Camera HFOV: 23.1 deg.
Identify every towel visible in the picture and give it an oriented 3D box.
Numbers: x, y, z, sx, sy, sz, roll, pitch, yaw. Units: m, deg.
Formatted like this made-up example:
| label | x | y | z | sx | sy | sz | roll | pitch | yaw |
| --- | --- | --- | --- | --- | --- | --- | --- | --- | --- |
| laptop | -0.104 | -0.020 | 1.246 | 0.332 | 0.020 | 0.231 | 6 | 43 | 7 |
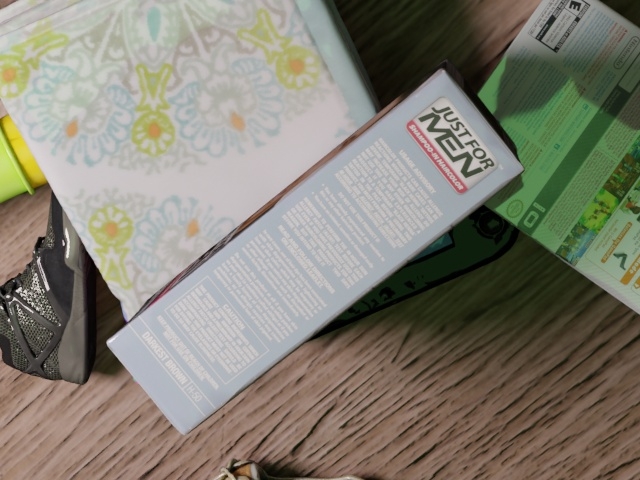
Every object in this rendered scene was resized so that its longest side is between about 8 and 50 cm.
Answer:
| label | x | y | z | sx | sy | sz | roll | pitch | yaw |
| --- | --- | --- | --- | --- | --- | --- | --- | --- | --- |
| towel | -0.109 | -0.116 | 1.501 | 0.320 | 0.090 | 0.374 | -25 | 110 | 6 |

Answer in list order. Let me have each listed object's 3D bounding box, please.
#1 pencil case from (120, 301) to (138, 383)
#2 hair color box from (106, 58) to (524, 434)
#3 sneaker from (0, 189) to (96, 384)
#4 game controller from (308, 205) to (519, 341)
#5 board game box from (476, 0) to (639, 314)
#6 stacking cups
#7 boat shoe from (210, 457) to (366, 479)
| label | x | y | z | sx | sy | sz | roll | pitch | yaw |
| --- | --- | --- | --- | --- | --- | --- | --- | --- | --- |
| pencil case | -0.172 | 0.040 | 1.638 | 0.104 | 0.104 | 0.236 | -9 | 104 | 10 |
| hair color box | 0.000 | 0.000 | 1.397 | 0.374 | 0.185 | 0.114 | -38 | 95 | 10 |
| sneaker | -0.303 | 0.042 | 1.661 | 0.130 | 0.087 | 0.228 | 5 | 112 | -1 |
| game controller | 0.039 | -0.009 | 1.613 | 0.319 | 0.067 | 0.166 | -24 | 102 | 13 |
| board game box | 0.291 | -0.075 | 1.498 | 0.303 | 0.097 | 0.224 | 36 | 95 | 7 |
| stacking cups | -0.396 | -0.049 | 1.589 | 0.316 | 0.096 | 0.096 | -25 | 102 | -7 |
| boat shoe | -0.085 | 0.289 | 1.699 | 0.302 | 0.113 | 0.103 | 7 | 106 | -6 |
